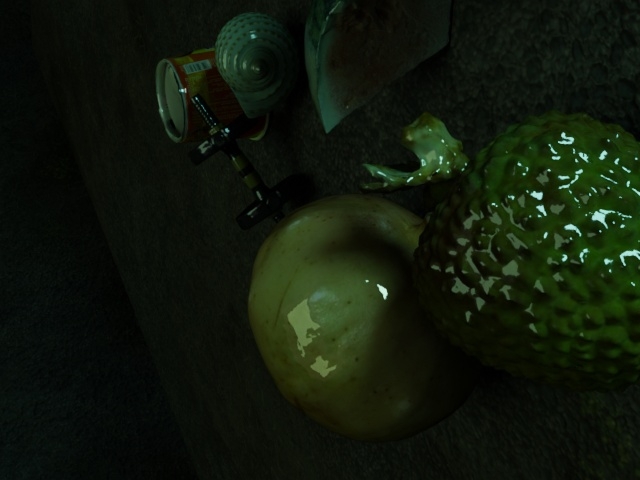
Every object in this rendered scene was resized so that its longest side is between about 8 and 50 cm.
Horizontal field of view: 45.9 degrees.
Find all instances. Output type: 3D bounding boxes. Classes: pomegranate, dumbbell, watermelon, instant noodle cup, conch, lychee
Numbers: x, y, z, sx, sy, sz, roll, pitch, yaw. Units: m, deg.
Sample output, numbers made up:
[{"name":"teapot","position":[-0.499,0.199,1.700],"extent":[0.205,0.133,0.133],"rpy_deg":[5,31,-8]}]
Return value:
[{"name":"pomegranate","position":[0.073,0.086,1.002],"extent":[0.338,0.338,0.338],"rpy_deg":[36,134,51]},{"name":"dumbbell","position":[-0.135,-0.128,1.385],"extent":[0.326,0.143,0.143],"rpy_deg":[55,154,-10]},{"name":"watermelon","position":[0.063,-0.283,0.964],"extent":[0.176,0.260,0.256],"rpy_deg":[53,165,12]},{"name":"instant noodle cup","position":[-0.218,-0.286,1.486],"extent":[0.213,0.174,0.213],"rpy_deg":[38,135,51]},{"name":"conch","position":[-0.098,-0.312,1.299],"extent":[0.172,0.131,0.200],"rpy_deg":[60,-157,-28]},{"name":"lychee","position":[0.212,0.007,0.724],"extent":[0.320,0.269,0.270],"rpy_deg":[52,145,43]}]
